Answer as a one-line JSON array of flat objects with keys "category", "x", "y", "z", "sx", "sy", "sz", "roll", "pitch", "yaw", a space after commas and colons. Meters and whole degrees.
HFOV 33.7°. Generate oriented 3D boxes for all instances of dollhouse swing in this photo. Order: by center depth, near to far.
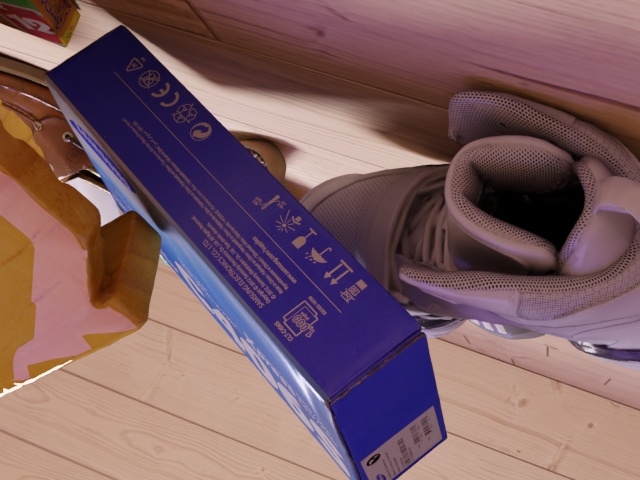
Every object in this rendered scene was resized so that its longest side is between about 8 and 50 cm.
[{"category": "dollhouse swing", "x": -0.271, "y": -0.113, "z": 0.739, "sx": 0.315, "sy": 0.305, "sz": 0.347, "roll": -25, "pitch": 118, "yaw": 36}]

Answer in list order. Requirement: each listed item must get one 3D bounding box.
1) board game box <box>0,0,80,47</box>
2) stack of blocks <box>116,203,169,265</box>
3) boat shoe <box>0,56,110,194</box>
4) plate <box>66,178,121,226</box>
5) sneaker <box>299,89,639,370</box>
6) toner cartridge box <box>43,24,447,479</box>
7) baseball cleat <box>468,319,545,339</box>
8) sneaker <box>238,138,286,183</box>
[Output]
[{"category": "board game box", "x": -0.235, "y": -0.189, "z": 0.656, "sx": 0.124, "sy": 0.039, "sz": 0.259, "roll": 20, "pitch": 171, "yaw": 0}, {"category": "stack of blocks", "x": -0.135, "y": -0.009, "z": 1.345, "sx": 0.297, "sy": 0.087, "sz": 0.171, "roll": 12, "pitch": 141, "yaw": 58}, {"category": "boat shoe", "x": -0.271, "y": -0.108, "z": 1.145, "sx": 0.307, "sy": 0.104, "sz": 0.111, "roll": 22, "pitch": 174, "yaw": -12}, {"category": "plate", "x": -0.410, "y": -0.093, "z": 1.391, "sx": 0.277, "sy": 0.045, "sz": 0.278, "roll": 13, "pitch": 145, "yaw": 15}, {"category": "sneaker", "x": 0.087, "y": -0.013, "z": 0.697, "sx": 0.366, "sy": 0.137, "sz": 0.210, "roll": 10, "pitch": 167, "yaw": 39}, {"category": "toner cartridge box", "x": -0.057, "y": 0.009, "z": 0.743, "sx": 0.348, "sy": 0.075, "sz": 0.165, "roll": 46, "pitch": 165, "yaw": 32}, {"category": "baseball cleat", "x": 0.204, "y": 0.072, "z": 1.346, "sx": 0.206, "sy": 0.072, "sz": 0.109, "roll": 16, "pitch": 167, "yaw": 5}, {"category": "sneaker", "x": -0.076, "y": -0.069, "z": 1.096, "sx": 0.086, "sy": 0.064, "sz": 0.192, "roll": -21, "pitch": -179, "yaw": -38}]
